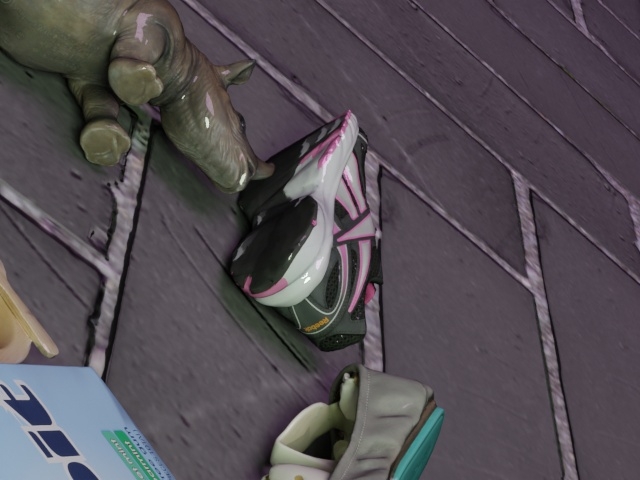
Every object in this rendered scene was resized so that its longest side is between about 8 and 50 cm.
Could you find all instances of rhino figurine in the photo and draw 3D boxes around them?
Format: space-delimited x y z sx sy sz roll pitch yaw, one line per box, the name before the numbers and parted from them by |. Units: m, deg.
rhino figurine | -0.106 -0.096 0.879 0.243 0.073 0.106 33 30 -35

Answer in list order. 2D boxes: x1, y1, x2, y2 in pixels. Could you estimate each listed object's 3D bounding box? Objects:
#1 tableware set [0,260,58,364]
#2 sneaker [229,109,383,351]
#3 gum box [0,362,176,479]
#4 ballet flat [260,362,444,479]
tableware set | -0.177 0.002 0.664 0.141 0.020 0.168 54 24 15
sneaker | 0.000 0.000 0.940 0.077 0.072 0.178 52 28 -21
gum box | -0.080 0.110 0.575 0.157 0.041 0.184 52 9 14
ballet flat | 0.004 0.116 0.767 0.068 0.072 0.213 21 22 6
